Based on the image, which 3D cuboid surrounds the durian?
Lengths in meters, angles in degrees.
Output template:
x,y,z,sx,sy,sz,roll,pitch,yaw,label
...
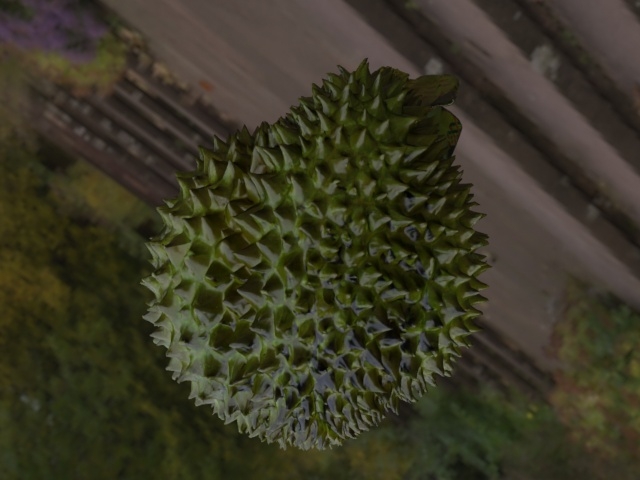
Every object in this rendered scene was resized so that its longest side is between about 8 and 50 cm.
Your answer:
x,y,z,sx,sy,sz,roll,pitch,yaw,label
-0.001,0.009,0.642,0.146,0.198,0.159,20,-154,-34,durian
